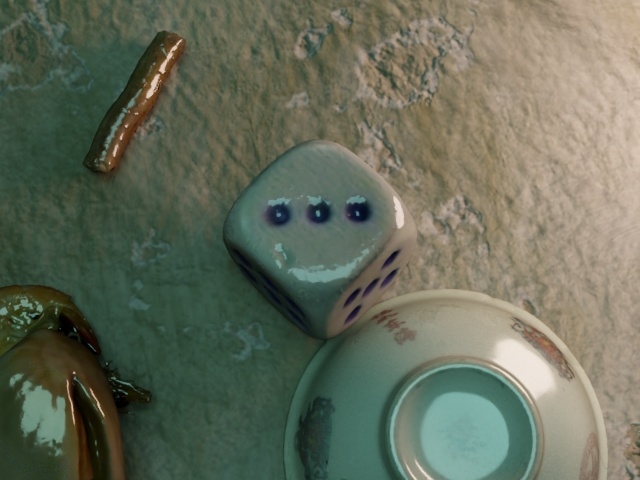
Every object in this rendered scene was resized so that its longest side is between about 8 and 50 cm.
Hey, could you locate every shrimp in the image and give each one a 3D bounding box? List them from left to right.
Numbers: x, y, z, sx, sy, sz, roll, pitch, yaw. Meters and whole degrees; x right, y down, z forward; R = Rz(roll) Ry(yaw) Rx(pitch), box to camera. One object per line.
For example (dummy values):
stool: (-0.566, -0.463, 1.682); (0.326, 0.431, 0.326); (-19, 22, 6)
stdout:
shrimp: (-0.349, 0.143, 1.301); (0.287, 0.063, 0.152); (16, 63, 6)

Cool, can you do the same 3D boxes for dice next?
dice: (0.000, 0.000, 1.259); (0.192, 0.194, 0.193); (-43, 74, -12)

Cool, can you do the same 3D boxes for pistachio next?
pistachio: (-0.332, 0.251, 1.185); (0.166, 0.197, 0.288); (-9, 100, -44)

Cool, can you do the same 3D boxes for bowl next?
bowl: (0.165, 0.248, 1.192); (0.434, 0.196, 0.435); (0, 73, 0)

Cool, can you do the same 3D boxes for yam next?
yam: (-0.268, -0.199, 1.401); (0.056, 0.057, 0.241); (25, 74, 7)
